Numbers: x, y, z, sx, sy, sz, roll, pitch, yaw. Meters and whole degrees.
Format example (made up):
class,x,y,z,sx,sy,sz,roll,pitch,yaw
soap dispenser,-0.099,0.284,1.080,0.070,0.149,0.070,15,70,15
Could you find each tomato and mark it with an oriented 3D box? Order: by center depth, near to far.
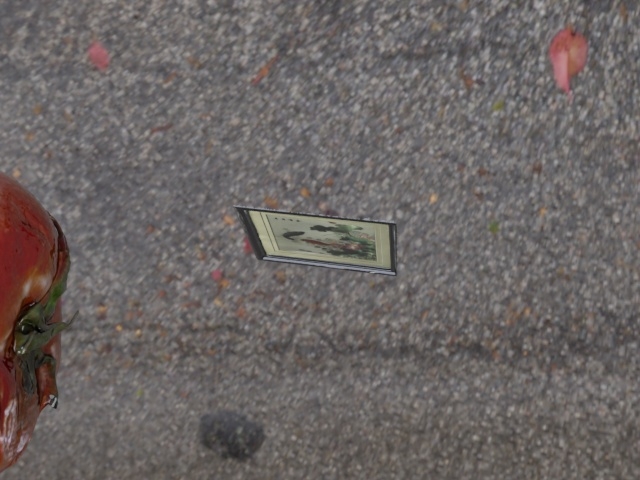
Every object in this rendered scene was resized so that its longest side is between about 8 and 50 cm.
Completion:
class,x,y,z,sx,sy,sz,roll,pitch,yaw
tomato,-0.219,0.066,0.660,0.101,0.228,0.228,12,123,-4

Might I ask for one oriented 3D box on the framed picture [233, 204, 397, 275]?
class,x,y,z,sx,sy,sz,roll,pitch,yaw
framed picture,0.000,0.000,1.239,0.195,0.010,0.199,6,161,7
